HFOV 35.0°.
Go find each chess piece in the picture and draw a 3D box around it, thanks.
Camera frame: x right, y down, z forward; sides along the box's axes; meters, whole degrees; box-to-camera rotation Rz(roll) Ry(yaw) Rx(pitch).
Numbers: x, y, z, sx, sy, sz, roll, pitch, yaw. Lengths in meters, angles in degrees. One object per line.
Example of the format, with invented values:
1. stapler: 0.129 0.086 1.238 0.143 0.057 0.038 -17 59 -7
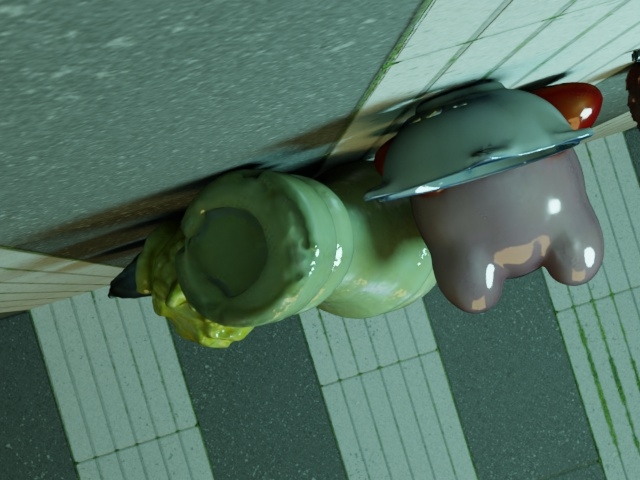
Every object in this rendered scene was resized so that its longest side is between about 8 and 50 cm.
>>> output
1. chess piece: 0.000 0.000 1.291 0.234 0.234 0.442 -17 174 23

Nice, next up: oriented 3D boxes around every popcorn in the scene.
1. popcorn: -0.159 0.044 1.465 0.235 0.217 0.181 -6 144 -51

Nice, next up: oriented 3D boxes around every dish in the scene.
1. dish: 0.147 -0.108 1.019 0.236 0.086 0.228 -17 178 16

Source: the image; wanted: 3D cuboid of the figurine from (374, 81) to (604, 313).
1. figurine: 0.218 -0.073 1.265 0.269 0.261 0.211 -18 -154 5

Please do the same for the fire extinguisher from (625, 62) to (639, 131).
1. fire extinguisher: 0.570 -0.198 1.286 0.337 0.147 0.106 -16 -179 -4

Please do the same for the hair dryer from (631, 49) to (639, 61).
1. hair dryer: 0.385 -0.210 1.137 0.083 0.026 0.047 -13 177 -9

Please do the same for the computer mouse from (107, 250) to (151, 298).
1. computer mouse: -0.196 0.027 1.798 0.373 0.114 0.203 -9 180 -8
